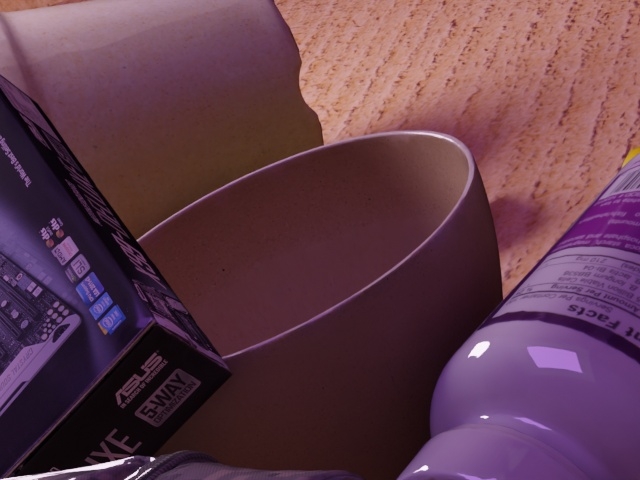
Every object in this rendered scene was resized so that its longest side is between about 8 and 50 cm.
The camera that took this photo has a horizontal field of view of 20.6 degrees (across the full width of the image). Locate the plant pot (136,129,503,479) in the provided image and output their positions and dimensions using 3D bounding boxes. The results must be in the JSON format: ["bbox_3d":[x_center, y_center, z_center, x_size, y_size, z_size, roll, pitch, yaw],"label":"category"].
[{"bbox_3d":[0.001,0.082,1.126,0.284,0.191,0.284,-22,21,9],"label":"plant pot"}]

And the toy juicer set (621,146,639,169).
[{"bbox_3d":[0.327,-0.087,1.316,0.209,0.089,0.329,-30,26,27],"label":"toy juicer set"}]

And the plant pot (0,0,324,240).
[{"bbox_3d":[-0.174,-0.100,1.638,0.305,0.334,0.334,-19,19,-13],"label":"plant pot"}]

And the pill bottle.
[{"bbox_3d":[0.166,0.085,0.969,0.169,0.169,0.301,-3,31,45],"label":"pill bottle"}]

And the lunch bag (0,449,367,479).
[{"bbox_3d":[-0.083,0.245,0.702,0.256,0.305,0.212,0,30,42],"label":"lunch bag"}]

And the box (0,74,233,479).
[{"bbox_3d":[-0.218,0.060,1.040,0.242,0.076,0.307,-45,45,6],"label":"box"}]
